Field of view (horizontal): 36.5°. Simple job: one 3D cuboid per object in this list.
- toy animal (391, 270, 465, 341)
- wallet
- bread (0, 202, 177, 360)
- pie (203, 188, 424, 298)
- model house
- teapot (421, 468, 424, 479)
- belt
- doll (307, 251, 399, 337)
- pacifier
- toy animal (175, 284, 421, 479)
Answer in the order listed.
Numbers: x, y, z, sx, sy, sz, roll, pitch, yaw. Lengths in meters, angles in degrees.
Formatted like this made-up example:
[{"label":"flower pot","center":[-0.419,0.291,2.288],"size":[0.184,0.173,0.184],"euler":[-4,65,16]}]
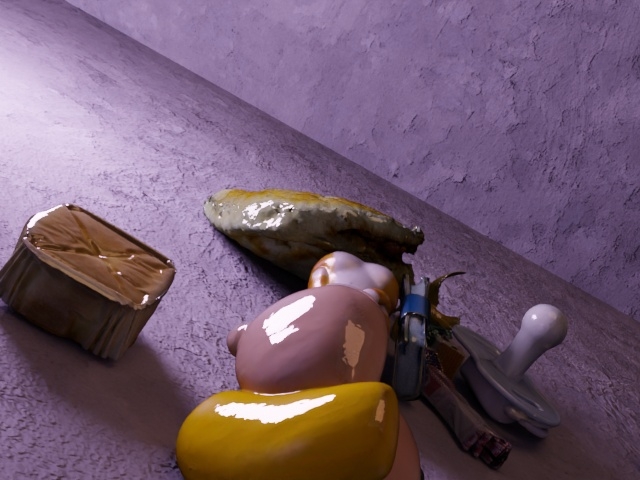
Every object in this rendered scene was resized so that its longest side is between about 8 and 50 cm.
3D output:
[{"label":"toy animal","center":[0.210,0.164,2.015],"size":[0.095,0.155,0.219],"euler":[51,58,-5]},{"label":"wallet","center":[0.162,0.165,1.705],"size":[0.059,0.141,0.202],"euler":[3,36,7]},{"label":"bread","center":[-0.319,0.055,1.312],"size":[0.210,0.109,0.192],"euler":[29,22,-5]},{"label":"pie","center":[-0.019,-0.006,1.895],"size":[0.418,0.180,0.395],"euler":[16,-2,-13]},{"label":"model house","center":[0.210,0.217,1.822],"size":[0.101,0.087,0.100],"euler":[17,19,-30]},{"label":"teapot","center":[0.099,0.322,1.352],"size":[0.083,0.049,0.063],"euler":[19,19,-34]},{"label":"belt","center":[0.239,0.300,1.680],"size":[0.071,0.053,0.232],"euler":[27,14,-42]},{"label":"doll","center":[0.042,0.125,1.650],"size":[0.167,0.162,0.269],"euler":[17,18,2]},{"label":"pacifier","center":[0.391,0.226,1.857],"size":[0.244,0.233,0.299],"euler":[27,17,-25]},{"label":"toy animal","center":[-0.009,0.238,1.156],"size":[0.246,0.278,0.345],"euler":[55,13,-31]}]
